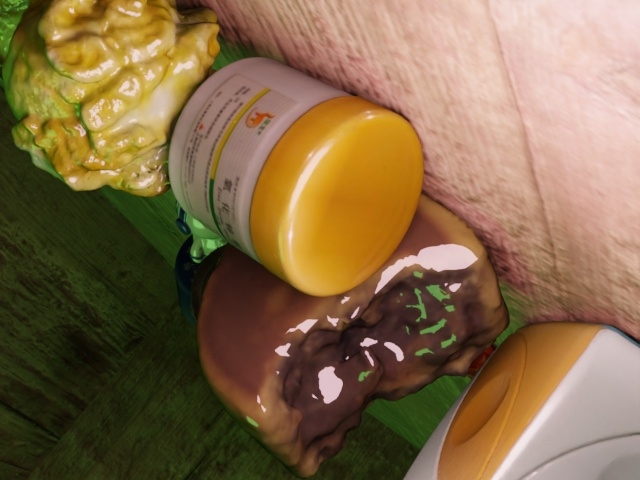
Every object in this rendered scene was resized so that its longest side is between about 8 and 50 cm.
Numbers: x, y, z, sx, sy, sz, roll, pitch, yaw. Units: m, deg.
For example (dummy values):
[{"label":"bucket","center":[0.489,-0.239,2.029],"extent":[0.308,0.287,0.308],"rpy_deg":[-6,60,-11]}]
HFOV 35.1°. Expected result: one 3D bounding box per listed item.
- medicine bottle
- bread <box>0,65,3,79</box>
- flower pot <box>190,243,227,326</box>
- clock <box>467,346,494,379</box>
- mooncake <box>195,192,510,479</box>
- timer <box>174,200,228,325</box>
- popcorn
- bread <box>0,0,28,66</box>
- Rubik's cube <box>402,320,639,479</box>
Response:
[{"label":"medicine bottle","center":[-0.032,-0.082,1.247],"extent":[0.232,0.238,0.238],"rpy_deg":[30,165,37]},{"label":"bread","center":[-0.554,-0.377,1.904],"extent":[0.324,0.167,0.277],"rpy_deg":[46,166,-35]},{"label":"flower pot","center":[-0.087,0.078,1.951],"extent":[0.290,0.290,0.259],"rpy_deg":[39,144,-1]},{"label":"clock","center":[0.318,0.245,1.845],"extent":[0.155,0.061,0.113],"rpy_deg":[40,169,-22]},{"label":"mooncake","center":[0.051,0.118,1.368],"extent":[0.393,0.393,0.246],"rpy_deg":[-1,149,15]},{"label":"timer","center":[-0.215,0.003,2.199],"extent":[0.270,0.270,0.384],"rpy_deg":[32,153,29]},{"label":"popcorn","center":[-0.262,-0.222,1.313],"extent":[0.312,0.312,0.312],"rpy_deg":[37,168,9]},{"label":"bread","center":[-0.454,-0.384,1.560],"extent":[0.236,0.198,0.263],"rpy_deg":[17,158,42]},{"label":"Rubik's cube","center":[0.350,0.338,1.378],"extent":[0.351,0.347,0.352],"rpy_deg":[40,168,-5]}]
